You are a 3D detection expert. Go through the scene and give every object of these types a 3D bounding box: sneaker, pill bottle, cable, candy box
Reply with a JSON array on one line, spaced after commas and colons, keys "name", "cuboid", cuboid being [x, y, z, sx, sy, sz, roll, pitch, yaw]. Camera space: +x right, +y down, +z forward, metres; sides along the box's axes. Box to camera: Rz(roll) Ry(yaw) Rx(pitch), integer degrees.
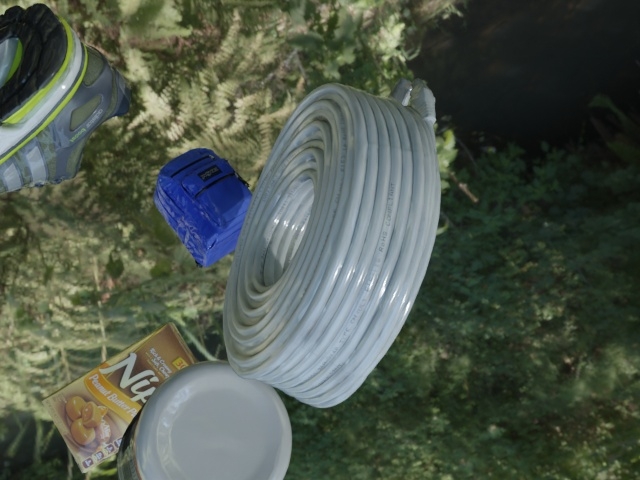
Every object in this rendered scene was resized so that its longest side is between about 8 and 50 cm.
[{"name": "sneaker", "cuboid": [-0.288, -0.071, 0.570, 0.299, 0.111, 0.121, -31, 156, 20]}, {"name": "pill bottle", "cuboid": [-0.194, 0.323, 0.977, 0.210, 0.210, 0.363, -7, 160, -26]}, {"name": "cable", "cuboid": [0.000, 0.000, 0.531, 0.089, 0.257, 0.257, 21, 130, -21]}, {"name": "candy box", "cuboid": [-0.420, 0.340, 1.423, 0.316, 0.183, 0.087, -32, 177, -7]}]

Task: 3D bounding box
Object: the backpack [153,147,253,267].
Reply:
[{"name": "backpack", "cuboid": [-0.132, -0.051, 0.755, 0.098, 0.120, 0.101, -33, 165, -35]}]
